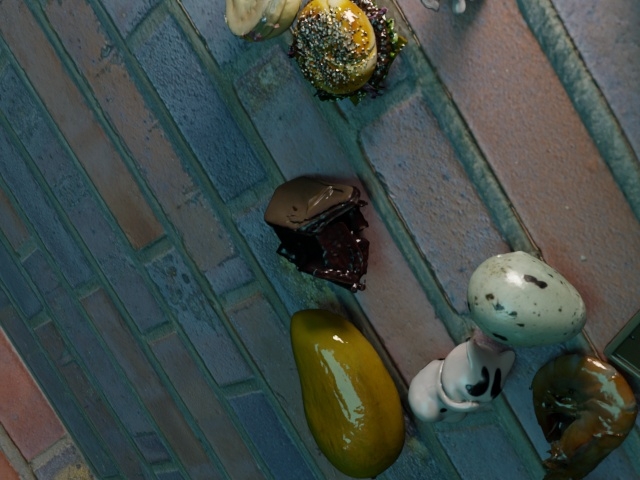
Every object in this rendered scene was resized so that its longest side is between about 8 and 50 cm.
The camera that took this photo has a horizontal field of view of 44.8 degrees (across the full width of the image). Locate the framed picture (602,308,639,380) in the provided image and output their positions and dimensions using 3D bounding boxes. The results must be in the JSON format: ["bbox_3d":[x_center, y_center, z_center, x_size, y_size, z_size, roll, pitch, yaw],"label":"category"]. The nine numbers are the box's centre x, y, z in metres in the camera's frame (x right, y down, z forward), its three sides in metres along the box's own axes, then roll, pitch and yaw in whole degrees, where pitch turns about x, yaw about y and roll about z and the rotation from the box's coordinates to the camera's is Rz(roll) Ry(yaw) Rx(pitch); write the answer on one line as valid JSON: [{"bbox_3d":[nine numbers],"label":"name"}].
[{"bbox_3d":[0.517,0.122,0.939,0.240,0.020,0.324,38,141,19],"label":"framed picture"}]

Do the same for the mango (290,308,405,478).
[{"bbox_3d":[0.053,0.280,1.403,0.195,0.142,0.332,0,113,37],"label":"mango"}]

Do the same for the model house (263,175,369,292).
[{"bbox_3d":[0.003,-0.008,1.300,0.164,0.141,0.203,53,165,-31],"label":"model house"}]

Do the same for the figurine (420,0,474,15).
[{"bbox_3d":[0.159,-0.324,0.957,0.082,0.086,0.094,5,119,39],"label":"figurine"}]

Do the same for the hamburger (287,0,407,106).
[{"bbox_3d":[0.025,-0.274,1.107,0.164,0.093,0.189,40,138,16],"label":"hamburger"}]

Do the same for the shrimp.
[{"bbox_3d":[0.367,0.279,1.170,0.152,0.063,0.287,37,132,22],"label":"shrimp"}]

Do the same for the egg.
[{"bbox_3d":[0.285,0.083,1.076,0.164,0.131,0.131,12,126,10],"label":"egg"}]

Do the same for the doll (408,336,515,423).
[{"bbox_3d":[0.220,0.229,1.240,0.181,0.110,0.107,-41,46,50],"label":"doll"}]

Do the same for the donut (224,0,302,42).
[{"bbox_3d":[-0.078,-0.370,1.127,0.174,0.068,0.175,-6,83,58],"label":"donut"}]
